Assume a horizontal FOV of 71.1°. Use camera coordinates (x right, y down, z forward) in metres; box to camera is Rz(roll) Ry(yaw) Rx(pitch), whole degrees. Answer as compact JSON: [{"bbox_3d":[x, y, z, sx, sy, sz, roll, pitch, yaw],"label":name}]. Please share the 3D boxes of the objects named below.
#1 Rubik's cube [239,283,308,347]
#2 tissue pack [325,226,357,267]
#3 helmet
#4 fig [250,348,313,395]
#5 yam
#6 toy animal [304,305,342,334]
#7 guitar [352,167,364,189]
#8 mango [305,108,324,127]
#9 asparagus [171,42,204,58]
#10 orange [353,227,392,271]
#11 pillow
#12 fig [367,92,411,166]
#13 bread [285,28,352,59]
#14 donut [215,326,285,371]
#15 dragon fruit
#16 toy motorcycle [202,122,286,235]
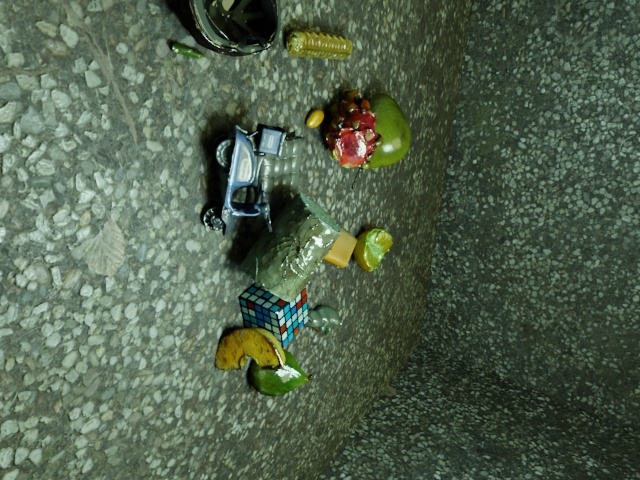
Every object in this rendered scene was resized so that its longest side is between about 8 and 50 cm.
[{"bbox_3d":[-0.168,0.256,1.677,0.187,0.184,0.182,-40,137,-42],"label":"Rubik's cube"},{"bbox_3d":[0.000,0.000,1.817,0.274,0.194,0.146,27,82,-60],"label":"tissue pack"},{"bbox_3d":[-0.249,-0.578,1.113,0.305,0.177,0.225,-13,110,-46],"label":"helmet"},{"bbox_3d":[-0.150,0.550,1.813,0.203,0.235,0.203,-43,141,-48],"label":"fig"},{"bbox_3d":[-0.096,0.031,1.502,0.348,0.241,0.241,-53,153,12],"label":"yam"},{"bbox_3d":[-0.021,0.362,2.080,0.251,0.127,0.126,19,100,-46],"label":"toy animal"},{"bbox_3d":[0.200,-0.344,2.145,0.234,0.025,0.088,-66,151,-12],"label":"guitar"},{"bbox_3d":[-0.023,-0.460,1.691,0.089,0.046,0.060,-44,139,-21],"label":"mango"},{"bbox_3d":[-0.343,-0.487,1.154,0.108,0.021,0.025,-14,121,-57],"label":"asparagus"},{"bbox_3d":[0.253,0.037,2.300,0.237,0.158,0.179,-59,142,-17],"label":"orange"},{"bbox_3d":[-0.156,-0.210,1.542,0.228,0.101,0.327,-19,123,-53],"label":"pillow"},{"bbox_3d":[0.268,-0.484,1.971,0.258,0.257,0.327,3,86,-60],"label":"fig"},{"bbox_3d":[0.003,-0.687,1.579,0.367,0.084,0.077,-24,86,-51],"label":"bread"},{"bbox_3d":[-0.246,0.375,1.586,0.101,0.258,0.152,-23,108,-69],"label":"donut"},{"bbox_3d":[0.133,-0.442,1.775,0.227,0.243,0.308,10,103,-22],"label":"dragon fruit"},{"bbox_3d":[-0.229,-0.176,1.354,0.212,0.125,0.359,6,112,-23],"label":"toy motorcycle"}]
